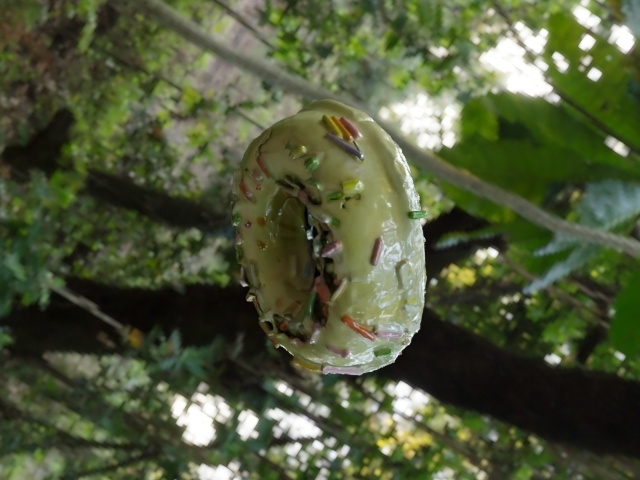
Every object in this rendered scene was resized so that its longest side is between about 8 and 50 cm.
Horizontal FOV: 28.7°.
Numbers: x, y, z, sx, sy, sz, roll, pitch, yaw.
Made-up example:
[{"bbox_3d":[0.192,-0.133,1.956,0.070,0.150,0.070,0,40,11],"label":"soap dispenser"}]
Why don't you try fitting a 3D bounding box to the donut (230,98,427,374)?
[{"bbox_3d":[0.000,0.000,0.759,0.175,0.068,0.174,23,-64,57],"label":"donut"}]
